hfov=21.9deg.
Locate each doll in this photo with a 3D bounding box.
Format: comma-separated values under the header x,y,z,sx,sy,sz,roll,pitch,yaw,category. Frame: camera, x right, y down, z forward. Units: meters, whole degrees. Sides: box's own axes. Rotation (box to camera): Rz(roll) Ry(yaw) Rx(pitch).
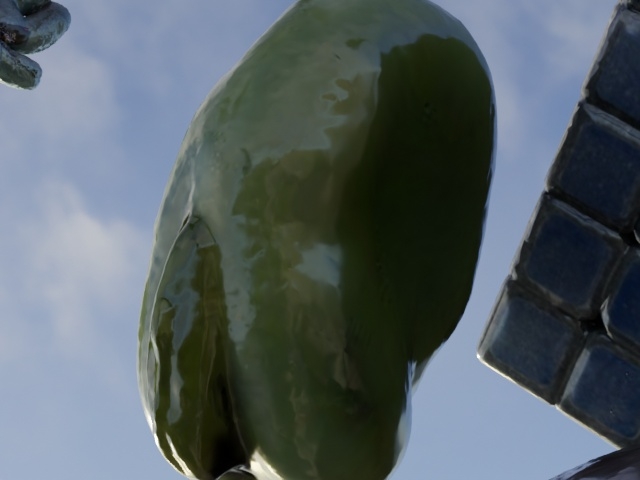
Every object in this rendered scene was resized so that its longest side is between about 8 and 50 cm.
x,y,z,sx,sy,sz,roll,pitch,yaw,category
-0.257,-0.166,1.282,0.180,0.120,0.075,-38,-7,-41,doll

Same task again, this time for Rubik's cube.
x,y,z,sx,sy,sz,roll,pitch,yaw,category
0.248,-0.012,0.752,0.238,0.237,0.237,-23,-40,-53,Rubik's cube

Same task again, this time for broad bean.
x,y,z,sx,sy,sz,roll,pitch,yaw,category
0.000,0.000,0.659,0.100,0.228,0.169,2,-48,34,broad bean

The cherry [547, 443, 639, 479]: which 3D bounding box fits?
x,y,z,sx,sy,sz,roll,pitch,yaw,category
0.133,0.172,0.607,0.230,0.203,0.300,-22,5,-39,cherry
